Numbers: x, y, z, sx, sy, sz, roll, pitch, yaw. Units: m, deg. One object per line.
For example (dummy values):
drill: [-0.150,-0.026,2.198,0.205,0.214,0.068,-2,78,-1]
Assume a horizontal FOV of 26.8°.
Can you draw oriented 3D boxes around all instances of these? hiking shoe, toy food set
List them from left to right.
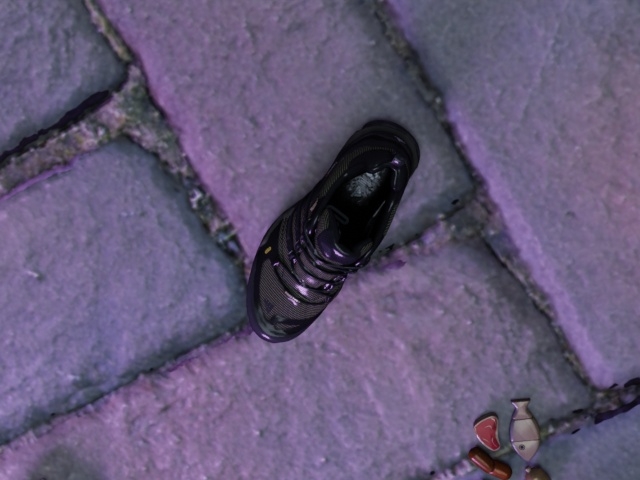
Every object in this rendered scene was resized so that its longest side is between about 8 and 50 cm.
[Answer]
hiking shoe: [0.000,0.000,1.148,0.086,0.114,0.227,32,107,-3]
toy food set: [0.171,0.210,1.237,0.078,0.019,0.122,-14,104,10]

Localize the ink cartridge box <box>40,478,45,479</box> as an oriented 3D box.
ink cartridge box: [-0.249,0.293,1.303,0.115,0.029,0.063,42,105,-7]
